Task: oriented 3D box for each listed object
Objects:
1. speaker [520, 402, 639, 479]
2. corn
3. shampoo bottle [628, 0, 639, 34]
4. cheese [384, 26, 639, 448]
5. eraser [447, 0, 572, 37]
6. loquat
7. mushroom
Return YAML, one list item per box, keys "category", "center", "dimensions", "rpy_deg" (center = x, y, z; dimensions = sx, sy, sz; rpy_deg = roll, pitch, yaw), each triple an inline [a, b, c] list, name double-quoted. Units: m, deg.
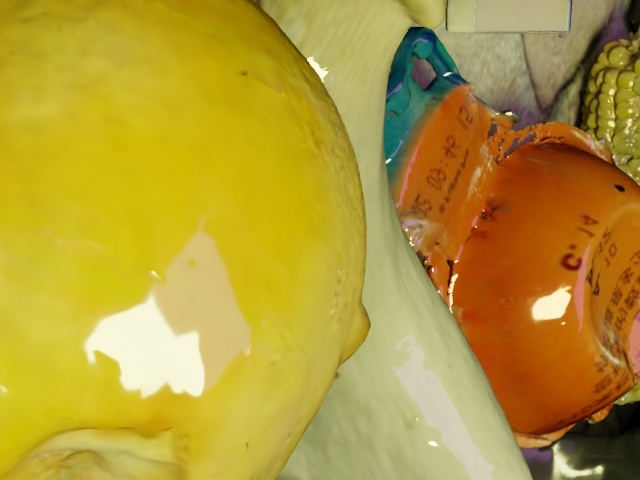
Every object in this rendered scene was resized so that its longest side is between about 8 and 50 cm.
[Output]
- category: "speaker"
  center: [0.281, 0.191, 1.397]
  dimensions: [0.388, 0.184, 0.180]
  rpy_deg: [-19, 115, -68]
- category: "corn"
  center: [0.228, -0.020, 1.282]
  dimensions: [0.086, 0.086, 0.288]
  rpy_deg: [-19, 115, -57]
- category: "shampoo bottle"
  center: [0.312, -0.153, 1.392]
  dimensions: [0.246, 0.080, 0.079]
  rpy_deg: [53, 52, -50]
- category: "cheese"
  center: [0.116, 0.003, 1.062]
  dimensions: [0.329, 0.129, 0.217]
  rpy_deg: [44, 63, -41]
- category: "eraser"
  center: [0.128, -0.185, 1.128]
  dimensions: [0.150, 0.023, 0.104]
  rpy_deg: [-11, 106, -58]
- category: "loquat"
  center: [-0.097, 0.001, 0.617]
  dimensions: [0.244, 0.243, 0.244]
  rpy_deg: [-22, 117, -56]
- category: "mushroom"
  center: [0.000, -0.001, 0.819]
  dimensions: [0.126, 0.177, 0.397]
  rpy_deg: [-63, 145, -48]
